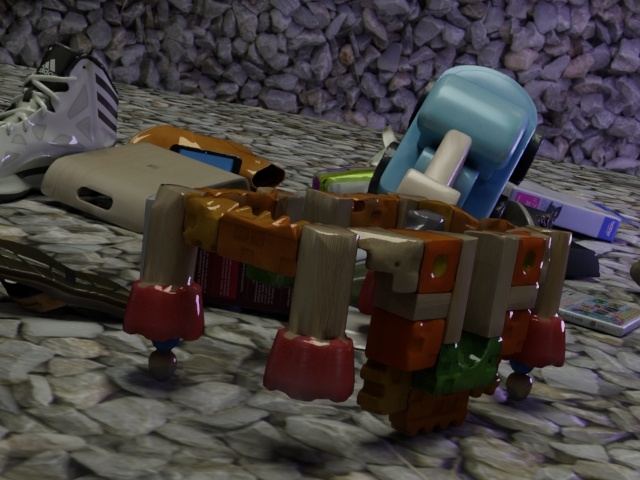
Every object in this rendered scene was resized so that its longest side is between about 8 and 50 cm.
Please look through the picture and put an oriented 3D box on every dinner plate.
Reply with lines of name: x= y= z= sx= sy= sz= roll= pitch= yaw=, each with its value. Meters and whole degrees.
dinner plate: x=0.047 y=0.112 z=1.556 sx=0.141 sy=0.017 sz=0.141 roll=10 pitch=13 yaw=-2

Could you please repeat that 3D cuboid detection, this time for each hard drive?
hard drive: x=0.354 y=0.016 z=2.150 sx=0.255 sy=0.054 sz=0.172 roll=5 pitch=13 yaw=-22

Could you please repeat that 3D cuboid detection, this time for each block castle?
block castle: x=0.048 y=0.069 z=1.310 sx=0.303 sy=0.212 sz=0.453 roll=15 pitch=11 yaw=41

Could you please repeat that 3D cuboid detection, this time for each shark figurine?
shark figurine: x=0.218 y=-0.151 z=2.557 sx=0.278 sy=0.116 sz=0.166 roll=2 pitch=45 yaw=-4

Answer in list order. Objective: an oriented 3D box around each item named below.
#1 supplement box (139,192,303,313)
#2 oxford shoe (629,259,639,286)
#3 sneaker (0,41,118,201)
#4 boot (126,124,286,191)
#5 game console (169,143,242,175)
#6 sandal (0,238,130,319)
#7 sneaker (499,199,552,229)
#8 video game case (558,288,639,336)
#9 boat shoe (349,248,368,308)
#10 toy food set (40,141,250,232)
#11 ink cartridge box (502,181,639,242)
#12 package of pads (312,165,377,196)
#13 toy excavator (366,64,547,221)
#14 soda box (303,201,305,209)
supplement box: x=-0.108 y=0.016 z=1.576 sx=0.240 sy=0.130 sz=0.073 roll=8 pitch=11 yaw=6
oxford shoe: x=0.703 y=0.058 z=2.090 sx=0.348 sy=0.123 sz=0.130 roll=7 pitch=7 yaw=-17
sneaker: x=-0.512 y=-0.208 z=2.015 sx=0.169 sy=0.257 sz=0.447 roll=18 pitch=14 yaw=32
boot: x=-0.219 y=-0.152 z=2.370 sx=0.211 sy=0.104 sz=0.295 roll=22 pitch=17 yaw=33
game console: x=-0.231 y=-0.121 z=2.250 sx=0.144 sy=0.085 sz=0.124 roll=11 pitch=12 yaw=7
sandal: x=-0.322 y=0.057 z=1.434 sx=0.219 sy=0.060 sz=0.090 roll=21 pitch=14 yaw=-18
sneaker: x=0.413 y=-0.032 z=2.360 sx=0.118 sy=0.083 sz=0.222 roll=12 pitch=14 yaw=-13
video game case: x=0.416 y=0.109 z=1.859 sx=0.143 sy=0.019 sz=0.157 roll=16 pitch=13 yaw=27
boat shoe: x=0.155 y=0.075 z=1.600 sx=0.302 sy=0.109 sz=0.094 roll=7 pitch=39 yaw=0
toy food set: x=-0.291 y=-0.083 z=2.065 sx=0.220 sy=0.092 sz=0.306 roll=21 pitch=22 yaw=26
ink cartridge box: x=0.505 y=-0.069 z=2.587 sx=0.311 sy=0.065 sz=0.186 roll=13 pitch=12 yaw=-16
package of pads: x=0.138 y=-0.083 z=2.193 sx=0.297 sy=0.101 sz=0.229 roll=-3 pitch=8 yaw=-3
toy excavator: x=0.198 y=-0.123 z=1.854 sx=0.222 sy=0.433 sz=0.445 roll=28 pitch=-18 yaw=8
soda box: x=-0.120 y=-0.017 z=1.839 sx=0.098 sy=0.091 sz=0.286 roll=19 pitch=15 yaw=39
